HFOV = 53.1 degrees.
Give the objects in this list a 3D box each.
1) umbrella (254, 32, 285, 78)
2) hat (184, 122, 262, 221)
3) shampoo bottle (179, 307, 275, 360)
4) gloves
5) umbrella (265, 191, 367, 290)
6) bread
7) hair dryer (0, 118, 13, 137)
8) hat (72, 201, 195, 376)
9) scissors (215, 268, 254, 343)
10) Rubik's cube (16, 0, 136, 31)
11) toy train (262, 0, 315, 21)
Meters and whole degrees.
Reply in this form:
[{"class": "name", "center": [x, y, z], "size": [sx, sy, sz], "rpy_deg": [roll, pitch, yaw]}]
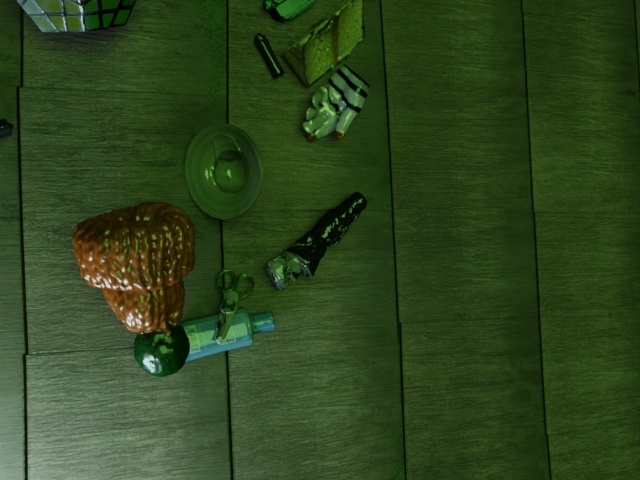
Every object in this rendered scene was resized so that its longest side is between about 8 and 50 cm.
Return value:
[{"class": "umbrella", "center": [-0.142, -0.514, 1.779], "size": [0.036, 0.031, 0.133], "rpy_deg": [-34, 98, -45]}, {"class": "hat", "center": [-0.227, -0.178, 1.673], "size": [0.110, 0.252, 0.252], "rpy_deg": [-14, 91, -60]}, {"class": "shampoo bottle", "center": [-0.245, 0.237, 1.670], "size": [0.258, 0.061, 0.104], "rpy_deg": [-11, 82, -20]}, {"class": "gloves", "center": [0.035, -0.375, 1.795], "size": [0.140, 0.131, 0.218], "rpy_deg": [36, 106, -16]}, {"class": "umbrella", "center": [0.002, 0.000, 1.750], "size": [0.358, 0.113, 0.106], "rpy_deg": [-42, 78, -17]}, {"class": "bread", "center": [0.017, -0.571, 1.796], "size": [0.266, 0.142, 0.178], "rpy_deg": [-43, 141, -18]}, {"class": "hair dryer", "center": [-0.826, -0.226, 1.419], "size": [0.302, 0.244, 0.116], "rpy_deg": [-30, 102, -34]}, {"class": "hat", "center": [-0.410, 0.111, 1.545], "size": [0.285, 0.285, 0.400], "rpy_deg": [-19, 114, -20]}, {"class": "scissors", "center": [-0.235, 0.171, 1.654], "size": [0.101, 0.027, 0.204], "rpy_deg": [13, 58, -4]}, {"class": "Rubik's cube", "center": [-0.579, -0.634, 1.506], "size": [0.319, 0.319, 0.264], "rpy_deg": [-11, 115, -20]}, {"class": "toy train", "center": [-0.081, -0.681, 1.794], "size": [0.172, 0.070, 0.099], "rpy_deg": [-40, 110, -17]}]
